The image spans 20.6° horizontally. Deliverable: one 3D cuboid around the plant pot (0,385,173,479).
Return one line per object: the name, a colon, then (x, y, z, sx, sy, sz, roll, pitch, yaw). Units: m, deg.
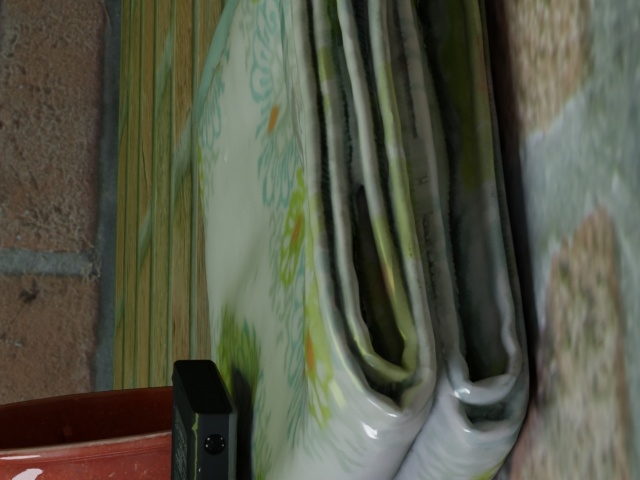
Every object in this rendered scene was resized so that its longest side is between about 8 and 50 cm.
plant pot: (-0.140, 0.242, 1.124, 0.272, 0.272, 0.265, -178, 82, -80)

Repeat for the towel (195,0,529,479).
towel: (0.000, 0.000, 0.816, 0.374, 0.090, 0.320, 111, 159, -62)

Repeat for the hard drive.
hard drive: (-0.057, 0.134, 0.836, 0.094, 0.022, 0.135, -133, 45, -74)
